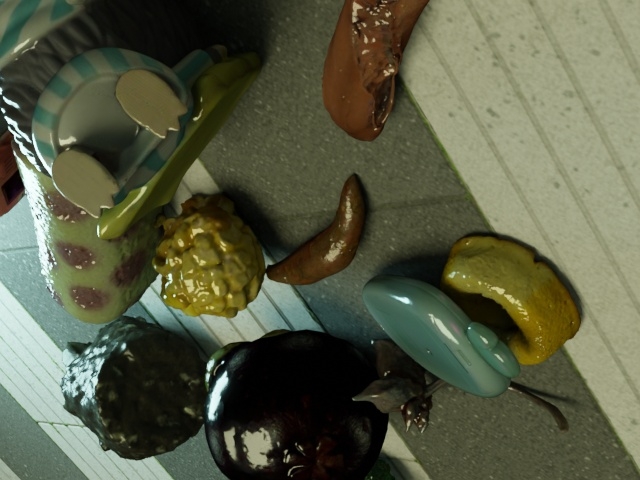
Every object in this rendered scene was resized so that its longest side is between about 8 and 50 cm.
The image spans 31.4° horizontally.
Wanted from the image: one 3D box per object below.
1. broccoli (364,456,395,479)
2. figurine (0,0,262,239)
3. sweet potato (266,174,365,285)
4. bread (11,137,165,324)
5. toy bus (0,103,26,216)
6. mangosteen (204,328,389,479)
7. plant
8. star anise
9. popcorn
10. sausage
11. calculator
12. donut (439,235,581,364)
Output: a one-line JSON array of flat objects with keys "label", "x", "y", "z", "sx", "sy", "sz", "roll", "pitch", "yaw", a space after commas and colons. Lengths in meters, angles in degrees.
[{"label": "broccoli", "x": 0.080, "y": 0.487, "z": 1.873, "sx": 0.254, "sy": 0.269, "sz": 0.269, "roll": -113, "pitch": 3, "yaw": -50}, {"label": "figurine", "x": -0.291, "y": -0.202, "z": 1.227, "sx": 0.378, "sy": 0.266, "sz": 0.361, "roll": 37, "pitch": -173, "yaw": -1}, {"label": "sweet potato", "x": 0.007, "y": 0.008, "z": 1.467, "sx": 0.078, "sy": 0.058, "sz": 0.255, "roll": 56, "pitch": 144, "yaw": 10}, {"label": "bread", "x": -0.305, "y": -0.047, "z": 1.577, "sx": 0.155, "sy": 0.187, "sz": 0.338, "roll": 30, "pitch": 145, "yaw": 22}, {"label": "toy bus", "x": -0.583, "y": -0.222, "z": 1.614, "sx": 0.427, "sy": 0.203, "sz": 0.233, "roll": 28, "pitch": 151, "yaw": 11}, {"label": "mangosteen", "x": -0.041, "y": 0.245, "z": 1.643, "sx": 0.288, "sy": 0.288, "sz": 0.233, "roll": -7, "pitch": 87, "yaw": 48}, {"label": "plant", "x": -0.326, "y": 0.249, "z": 1.937, "sx": 0.215, "sy": 0.213, "sz": 0.312, "roll": 49, "pitch": 155, "yaw": -20}, {"label": "star anise", "x": 0.181, "y": 0.192, "z": 1.502, "sx": 0.227, "sy": 0.148, "sz": 0.218, "roll": -30, "pitch": 75, "yaw": 27}, {"label": "popcorn", "x": -0.155, "y": 0.023, "z": 1.555, "sx": 0.170, "sy": 0.180, "sz": 0.180, "roll": 33, "pitch": 148, "yaw": -13}, {"label": "sausage", "x": 0.059, "y": -0.208, "z": 1.134, "sx": 0.087, "sy": 0.079, "sz": 0.326, "roll": 12, "pitch": 147, "yaw": -8}, {"label": "calculator", "x": 0.143, "y": 0.118, "z": 1.407, "sx": 0.185, "sy": 0.041, "sz": 0.299, "roll": 51, "pitch": 166, "yaw": -19}, {"label": "donut", "x": 0.214, "y": 0.076, "z": 1.344, "sx": 0.178, "sy": 0.065, "sz": 0.162, "roll": 45, "pitch": 148, "yaw": -9}]
